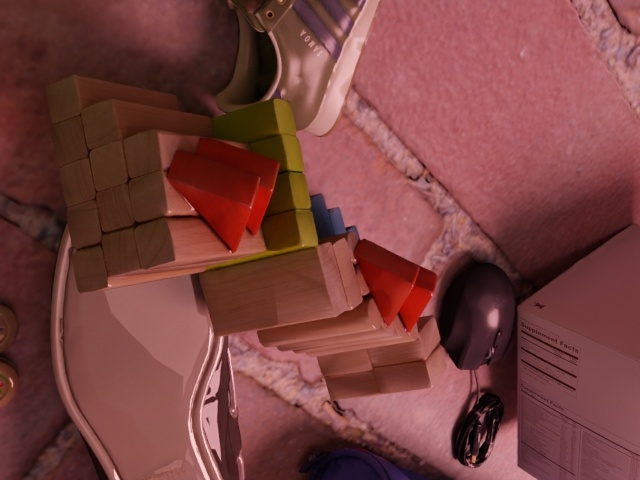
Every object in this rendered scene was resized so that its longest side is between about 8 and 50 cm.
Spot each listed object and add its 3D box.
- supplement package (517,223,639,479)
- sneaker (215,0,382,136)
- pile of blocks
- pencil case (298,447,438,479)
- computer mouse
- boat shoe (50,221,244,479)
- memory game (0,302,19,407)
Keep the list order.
[{"bbox_3d":[0.304,0.129,0.737,0.194,0.149,0.203,-28,126,-30],"label":"supplement package"},{"bbox_3d":[-0.014,-0.152,0.474,0.086,0.064,0.192,-3,125,-30],"label":"sneaker"},{"bbox_3d":[0.000,0.000,0.492,0.112,0.149,0.362,-13,152,26],"label":"pile of blocks"},{"bbox_3d":[0.106,0.289,0.736,0.133,0.119,0.306,-26,138,35],"label":"pencil case"},{"bbox_3d":[0.154,0.129,0.736,0.071,0.041,0.242,-21,123,-21],"label":"computer mouse"},{"bbox_3d":[-0.113,0.113,0.541,0.112,0.095,0.335,-12,107,-12],"label":"boat shoe"},{"bbox_3d":[-0.276,0.080,0.466,0.186,0.012,0.186,-11,113,-26],"label":"memory game"}]
